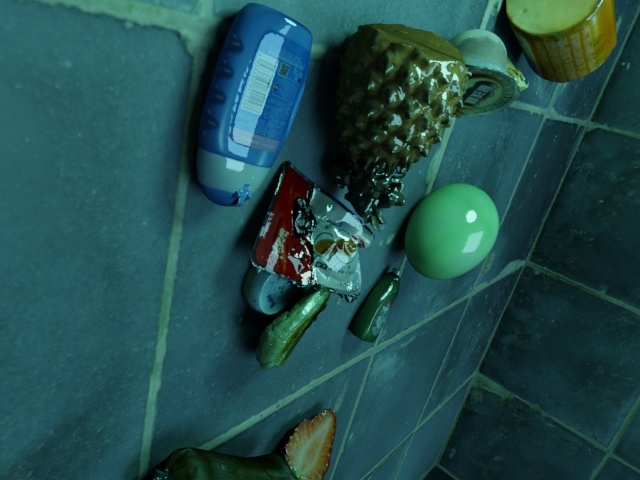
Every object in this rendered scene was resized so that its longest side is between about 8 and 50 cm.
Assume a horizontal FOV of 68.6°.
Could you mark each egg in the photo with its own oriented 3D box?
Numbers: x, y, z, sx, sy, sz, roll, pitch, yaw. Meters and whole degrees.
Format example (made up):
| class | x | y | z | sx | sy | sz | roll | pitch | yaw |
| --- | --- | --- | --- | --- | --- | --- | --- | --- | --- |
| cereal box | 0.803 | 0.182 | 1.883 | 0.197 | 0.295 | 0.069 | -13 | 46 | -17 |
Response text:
| class | x | y | z | sx | sy | sz | roll | pitch | yaw |
| --- | --- | --- | --- | --- | --- | --- | --- | --- | --- |
| egg | 0.340 | -0.022 | 1.231 | 0.270 | 0.220 | 0.220 | -57 | 147 | -3 |

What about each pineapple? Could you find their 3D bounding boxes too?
| class | x | y | z | sx | sy | sz | roll | pitch | yaw |
| --- | --- | --- | --- | --- | --- | --- | --- | --- | --- |
| pineapple | 0.106 | -0.178 | 0.828 | 0.222 | 0.223 | 0.358 | -24 | 141 | -43 |

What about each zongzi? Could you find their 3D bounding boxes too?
| class | x | y | z | sx | sy | sz | roll | pitch | yaw |
| --- | --- | --- | --- | --- | --- | --- | --- | --- | --- |
| zongzi | -0.274 | 0.607 | 0.922 | 0.432 | 0.208 | 0.403 | -45 | 141 | -2 |

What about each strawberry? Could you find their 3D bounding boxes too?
| class | x | y | z | sx | sy | sz | roll | pitch | yaw |
| --- | --- | --- | --- | --- | --- | --- | --- | --- | --- |
| strawberry | -0.050 | 0.566 | 1.267 | 0.235 | 0.106 | 0.175 | -5 | 81 | -54 |

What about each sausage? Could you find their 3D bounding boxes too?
| class | x | y | z | sx | sy | sz | roll | pitch | yaw |
| --- | --- | --- | --- | --- | --- | --- | --- | --- | --- |
| sausage | 0.617 | -0.564 | 1.196 | 0.287 | 0.233 | 0.233 | 11 | 105 | -54 |

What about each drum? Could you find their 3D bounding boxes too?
| class | x | y | z | sx | sy | sz | roll | pitch | yaw |
| --- | --- | --- | --- | --- | --- | --- | --- | --- | --- |
| drum | -0.043 | 0.049 | 0.917 | 0.253 | 0.049 | 0.130 | -36 | 140 | -33 |

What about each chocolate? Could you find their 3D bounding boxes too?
| class | x | y | z | sx | sy | sz | roll | pitch | yaw |
| --- | --- | --- | --- | --- | --- | --- | --- | --- | --- |
| chocolate | 0.319 | -0.374 | 1.016 | 0.221 | 0.221 | 0.147 | 27 | 64 | -57 |

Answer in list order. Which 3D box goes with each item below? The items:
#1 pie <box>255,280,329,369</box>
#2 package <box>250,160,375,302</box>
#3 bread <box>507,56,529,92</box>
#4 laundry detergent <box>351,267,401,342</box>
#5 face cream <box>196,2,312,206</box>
| class | x | y | z | sx | sy | sz | roll | pitch | yaw |
| --- | --- | --- | --- | --- | --- | --- | --- | --- | --- |
| pie | -0.045 | 0.158 | 0.938 | 0.241 | 0.054 | 0.240 | -51 | 169 | -14 |
| package | 0.000 | 0.000 | 0.858 | 0.269 | 0.071 | 0.194 | 25 | 64 | -34 |
| bread | 0.454 | -0.413 | 1.240 | 0.147 | 0.127 | 0.152 | -18 | 162 | -49 |
| laundry detergent | 0.165 | 0.175 | 1.293 | 0.211 | 0.063 | 0.137 | -62 | 150 | -2 |
| face cream | -0.095 | -0.171 | 0.645 | 0.149 | 0.083 | 0.264 | 4 | 111 | -54 |
